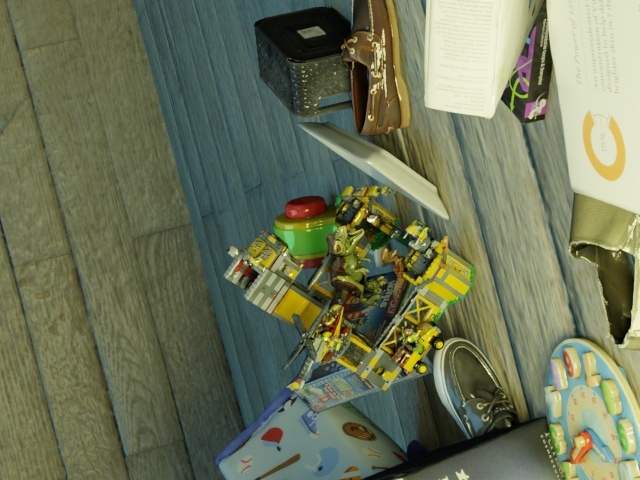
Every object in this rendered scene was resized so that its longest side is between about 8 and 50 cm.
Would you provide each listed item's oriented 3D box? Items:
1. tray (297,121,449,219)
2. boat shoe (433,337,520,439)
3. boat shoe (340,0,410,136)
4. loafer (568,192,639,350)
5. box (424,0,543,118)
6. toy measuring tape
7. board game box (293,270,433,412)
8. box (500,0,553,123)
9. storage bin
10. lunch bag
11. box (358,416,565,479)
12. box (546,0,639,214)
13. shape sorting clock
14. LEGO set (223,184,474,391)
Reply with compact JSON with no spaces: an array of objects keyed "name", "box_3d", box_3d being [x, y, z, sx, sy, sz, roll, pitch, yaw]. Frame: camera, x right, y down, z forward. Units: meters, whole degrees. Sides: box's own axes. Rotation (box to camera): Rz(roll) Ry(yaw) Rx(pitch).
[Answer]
[{"name":"tray","box_3d":[0.071,-0.104,1.568,0.145,0.030,0.270,34,-178,-25]},{"name":"boat shoe","box_3d":[0.207,0.222,1.421,0.076,0.080,0.228,-36,70,67]},{"name":"boat shoe","box_3d":[0.063,-0.235,1.507,0.073,0.073,0.207,-155,53,-72]},{"name":"loafer","box_3d":[0.255,-0.020,1.000,0.094,0.087,0.251,137,117,-73]},{"name":"box","box_3d":[0.145,-0.272,0.857,0.322,0.058,0.232,-59,-24,-46]},{"name":"toy measuring tape","box_3d":[0.000,0.000,1.867,0.330,0.121,0.121,-147,45,-68]},{"name":"board game box","box_3d":[0.079,0.132,1.601,0.194,0.194,0.060,-13,130,40]},{"name":"box","box_3d":[0.190,-0.212,1.160,0.116,0.029,0.162,-121,23,-44]},{"name":"storage bin","box_3d":[-0.009,-0.252,1.646,0.180,0.122,0.084,-126,26,-53]},{"name":"lunch bag","box_3d":[0.090,0.411,1.677,0.385,0.239,0.328,46,180,-32]},{"name":"box","box_3d":[0.156,0.371,1.253,0.183,0.294,0.296,-26,79,38]},{"name":"box","box_3d":[0.286,-0.114,0.657,0.345,0.168,0.215,-145,42,-66]},{"name":"shape sorting clock","box_3d":[0.279,0.202,1.211,0.206,0.040,0.206,165,90,-74]},{"name":"LEGO set","box_3d":[0.017,0.034,1.507,0.192,0.255,0.331,34,-170,-29]}]
